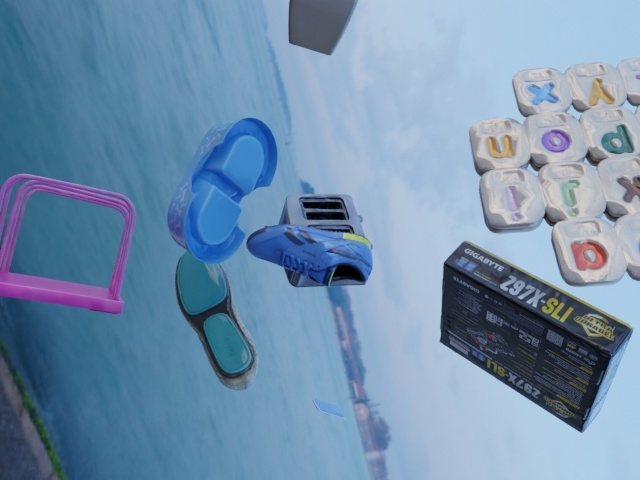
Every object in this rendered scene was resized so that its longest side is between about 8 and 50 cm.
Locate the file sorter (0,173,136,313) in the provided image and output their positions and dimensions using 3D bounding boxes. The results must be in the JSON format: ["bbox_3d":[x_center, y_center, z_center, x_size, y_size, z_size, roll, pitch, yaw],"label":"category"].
[{"bbox_3d":[-0.416,0.003,1.034,0.290,0.202,0.183,178,-76,-70],"label":"file sorter"}]

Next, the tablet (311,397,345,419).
[{"bbox_3d":[0.020,0.415,1.560,0.083,0.006,0.054,27,10,-29],"label":"tablet"}]

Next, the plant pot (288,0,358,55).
[{"bbox_3d":[-0.002,-0.363,1.043,0.109,0.108,0.096,-78,-175,-70],"label":"plant pot"}]

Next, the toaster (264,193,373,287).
[{"bbox_3d":[0.000,0.000,1.248,0.110,0.185,0.168,108,-25,-45],"label":"toaster"}]

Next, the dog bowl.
[{"bbox_3d":[-0.192,-0.103,1.230,0.166,0.074,0.297,41,69,-51],"label":"dog bowl"}]

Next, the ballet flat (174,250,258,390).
[{"bbox_3d":[-0.223,0.171,1.353,0.349,0.123,0.123,59,-11,35],"label":"ballet flat"}]

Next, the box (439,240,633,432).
[{"bbox_3d":[0.369,0.173,1.152,0.322,0.079,0.257,31,-31,33],"label":"box"}]

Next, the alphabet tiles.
[{"bbox_3d":[0.299,-0.078,0.633,0.021,0.283,0.278,78,9,-55],"label":"alphabet tiles"}]

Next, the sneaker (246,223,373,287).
[{"bbox_3d":[-0.019,0.028,1.020,0.069,0.209,0.082,96,1,-51],"label":"sneaker"}]
